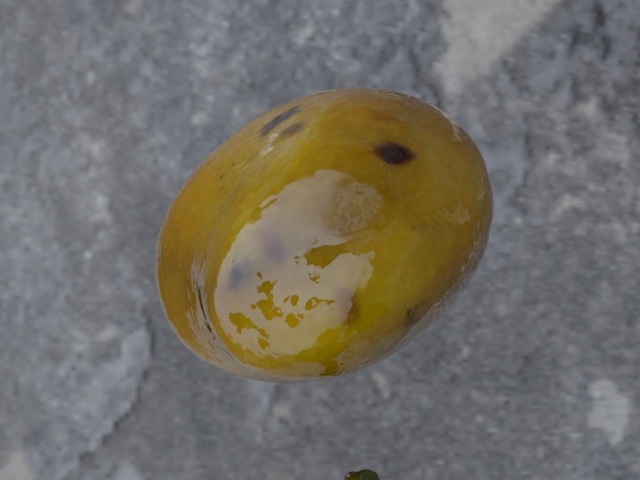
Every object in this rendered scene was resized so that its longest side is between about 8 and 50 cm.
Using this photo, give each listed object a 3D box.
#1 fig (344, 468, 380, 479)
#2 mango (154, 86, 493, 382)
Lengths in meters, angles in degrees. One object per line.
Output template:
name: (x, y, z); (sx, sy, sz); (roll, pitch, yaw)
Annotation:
fig: (0.016, 0.195, 0.565); (0.160, 0.143, 0.230); (-40, 72, 56)
mango: (0.002, -0.002, 0.596); (0.090, 0.115, 0.178); (54, 169, -6)
